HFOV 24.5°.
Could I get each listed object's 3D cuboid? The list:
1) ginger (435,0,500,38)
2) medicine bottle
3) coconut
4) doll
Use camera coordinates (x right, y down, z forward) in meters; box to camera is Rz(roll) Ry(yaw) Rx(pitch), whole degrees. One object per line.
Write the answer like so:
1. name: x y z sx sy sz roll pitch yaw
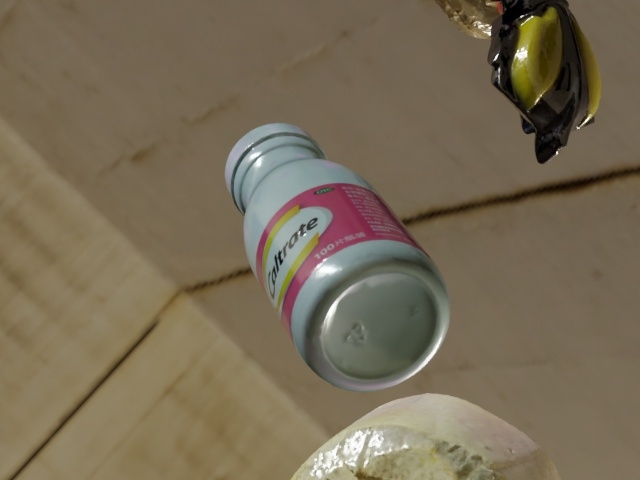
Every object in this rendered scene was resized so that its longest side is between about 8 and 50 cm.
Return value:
1. ginger: 0.191 -0.256 1.632 0.051 0.173 0.069 -5 -89 41
2. medicine bottle: 0.000 0.000 0.879 0.090 0.090 0.216 52 2 -31
3. coconut: 0.089 0.245 1.210 0.239 0.239 0.244 37 10 17
4. doll: 0.193 -0.189 1.335 0.127 0.248 0.088 2 -26 -11
